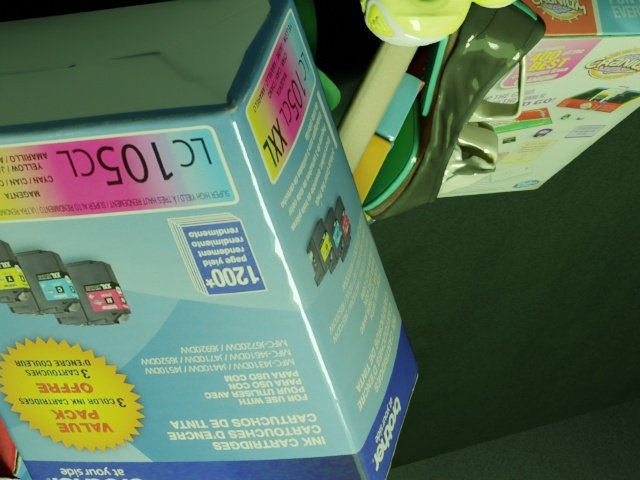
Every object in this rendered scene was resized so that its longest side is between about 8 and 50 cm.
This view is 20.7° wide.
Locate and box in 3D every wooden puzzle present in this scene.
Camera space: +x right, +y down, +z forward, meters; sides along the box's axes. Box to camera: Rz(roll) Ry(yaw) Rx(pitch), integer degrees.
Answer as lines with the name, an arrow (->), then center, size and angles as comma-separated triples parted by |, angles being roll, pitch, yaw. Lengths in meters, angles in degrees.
wooden puzzle -> 0.022, -0.059, 1.385 | 0.044, 0.221, 0.239 | 27, -179, -1

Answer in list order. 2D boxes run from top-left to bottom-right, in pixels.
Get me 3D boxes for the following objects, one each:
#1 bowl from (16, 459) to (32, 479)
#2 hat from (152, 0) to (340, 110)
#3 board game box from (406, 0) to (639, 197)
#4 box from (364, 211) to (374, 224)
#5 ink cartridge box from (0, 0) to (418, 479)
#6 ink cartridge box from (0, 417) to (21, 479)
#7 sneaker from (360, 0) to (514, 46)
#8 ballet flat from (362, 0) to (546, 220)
bowl -> -0.208, 0.140, 1.686 | 0.391, 0.077, 0.391 | -49, -176, 5
hat -> -0.041, -0.200, 1.272 | 0.208, 0.184, 0.173 | 23, 165, -32
board game box -> 0.185, -0.135, 1.600 | 0.242, 0.064, 0.316 | -5, 158, -34
box -> 0.000, 0.000, 1.761 | 0.178, 0.042, 0.109 | -41, 178, -36
ink cartridge box -> -0.099, 0.041, 1.204 | 0.270, 0.151, 0.395 | -4, 129, 22
ink cartridge box -> -0.390, 0.108, 1.387 | 0.309, 0.130, 0.272 | 7, 176, -16
sneaker -> 0.121, -0.232, 1.216 | 0.240, 0.091, 0.126 | -38, 134, -34
ballet flat -> 0.111, -0.098, 1.444 | 0.096, 0.095, 0.280 | 14, 144, -8
